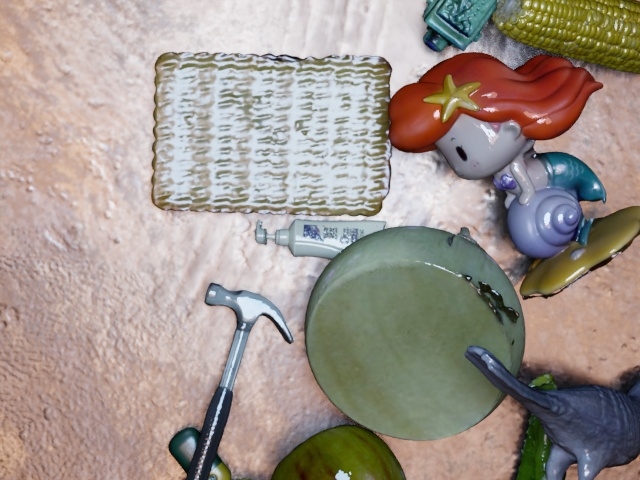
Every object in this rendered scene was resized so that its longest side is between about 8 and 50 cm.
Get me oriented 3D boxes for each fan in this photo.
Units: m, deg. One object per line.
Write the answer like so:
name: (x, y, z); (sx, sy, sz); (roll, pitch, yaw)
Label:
fan: (-0.103, 0.264, 1.802); (0.082, 0.039, 0.155); (-37, 89, -2)

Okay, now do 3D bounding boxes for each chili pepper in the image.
chili pepper: (0.227, 0.314, 1.805); (0.084, 0.076, 0.359); (-4, 96, -30)

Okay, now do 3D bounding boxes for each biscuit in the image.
biscuit: (-0.050, -0.113, 1.797); (0.254, 0.029, 0.172); (2, 91, -3)

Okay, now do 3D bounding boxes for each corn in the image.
corn: (0.280, -0.221, 1.755); (0.238, 0.080, 0.080); (7, 92, -31)

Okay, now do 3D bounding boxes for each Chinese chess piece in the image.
Chinese chess piece: (0.100, 0.094, 1.739); (0.237, 0.092, 0.238); (6, 116, 13)

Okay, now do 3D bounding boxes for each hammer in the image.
hammer: (-0.100, 0.174, 1.783); (0.103, 0.029, 0.246); (16, 80, -5)

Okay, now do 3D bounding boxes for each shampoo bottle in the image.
shampoo bottle: (0.000, 0.000, 1.802); (0.141, 0.034, 0.049); (3, 97, -2)

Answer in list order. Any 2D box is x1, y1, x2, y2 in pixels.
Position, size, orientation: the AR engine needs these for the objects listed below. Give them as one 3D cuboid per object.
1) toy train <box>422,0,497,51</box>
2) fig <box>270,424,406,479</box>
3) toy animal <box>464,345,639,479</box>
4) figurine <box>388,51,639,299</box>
toy train: (0.169, -0.270, 1.769); (0.070, 0.099, 0.172); (37, 89, -5)
fig: (0.031, 0.282, 1.744); (0.148, 0.142, 0.186); (-42, 62, 4)
toy animal: (0.266, 0.207, 1.733); (0.367, 0.081, 0.206); (4, 95, -42)
figurine: (0.209, -0.092, 1.745); (0.208, 0.181, 0.257); (-33, 99, 17)
